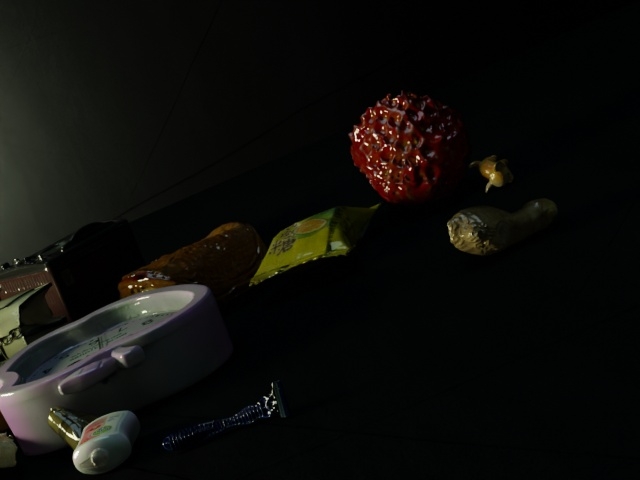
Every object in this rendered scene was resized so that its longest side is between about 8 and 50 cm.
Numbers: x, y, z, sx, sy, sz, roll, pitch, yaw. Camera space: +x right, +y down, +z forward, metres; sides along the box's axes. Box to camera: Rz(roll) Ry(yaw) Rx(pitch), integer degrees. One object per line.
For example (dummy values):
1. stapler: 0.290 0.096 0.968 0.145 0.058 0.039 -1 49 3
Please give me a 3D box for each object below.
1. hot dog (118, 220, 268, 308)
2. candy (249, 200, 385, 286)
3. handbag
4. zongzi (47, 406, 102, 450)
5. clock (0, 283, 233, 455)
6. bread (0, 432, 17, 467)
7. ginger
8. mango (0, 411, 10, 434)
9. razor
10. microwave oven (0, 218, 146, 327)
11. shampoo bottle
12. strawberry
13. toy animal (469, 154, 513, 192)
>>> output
1. hot dog: -0.204 0.061 2.012 0.196 0.122 0.272 -12 11 38
2. candy: 0.000 0.000 1.983 0.187 0.081 0.297 -19 9 17
3. handbag: -0.591 0.211 1.941 0.359 0.160 0.237 -22 1 6
4. zongzi: -0.293 0.227 1.518 0.076 0.040 0.083 36 44 30
5. clock: -0.292 0.174 1.683 0.338 0.102 0.338 -22 12 5
6. bread: -0.495 0.277 1.566 0.182 0.039 0.251 0 -5 -21
7. ginger: 0.242 -0.019 1.638 0.165 0.067 0.096 -13 6 -26
8. mango: -0.487 0.241 1.762 0.115 0.089 0.165 13 19 19
9. razor: -0.104 0.205 1.343 0.155 0.044 0.028 -23 -20 12
10. microwave oven: -0.467 0.079 2.272 0.178 0.188 0.247 -15 13 37
11. shampoo bottle: -0.254 0.241 1.421 0.072 0.043 0.099 -22 10 3
12. strawberry: 0.163 -0.124 2.109 0.234 0.234 0.178 -19 43 21
13. toy animal: 0.289 -0.116 2.035 0.081 0.060 0.083 21 21 9
